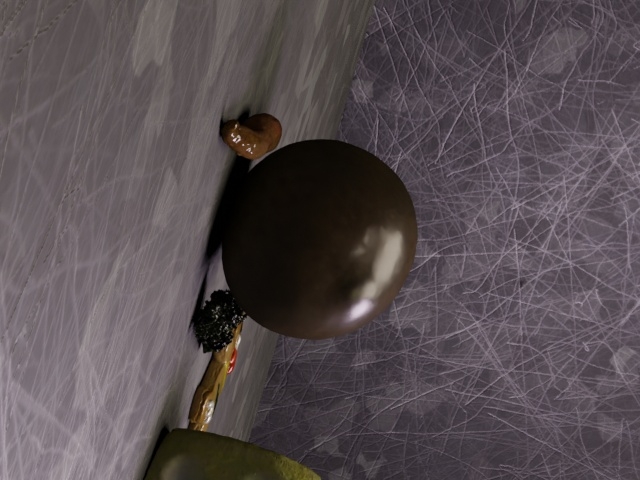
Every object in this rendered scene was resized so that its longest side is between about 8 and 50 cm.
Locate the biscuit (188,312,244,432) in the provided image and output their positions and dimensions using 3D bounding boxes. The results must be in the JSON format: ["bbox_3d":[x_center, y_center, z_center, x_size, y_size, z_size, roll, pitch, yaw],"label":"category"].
[{"bbox_3d":[-0.157,0.206,1.984,0.158,0.035,0.240,107,2,-52],"label":"biscuit"}]

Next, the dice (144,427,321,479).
[{"bbox_3d":[-0.131,0.393,1.685,0.238,0.227,0.233,96,10,-70],"label":"dice"}]

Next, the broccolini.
[{"bbox_3d":[-0.149,0.120,1.672,0.074,0.058,0.201,-56,-174,-23],"label":"broccolini"}]

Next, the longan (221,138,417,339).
[{"bbox_3d":[0.000,0.000,1.602,0.258,0.258,0.258,17,90,-87],"label":"longan"}]

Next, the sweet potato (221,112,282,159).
[{"bbox_3d":[-0.078,-0.117,1.434,0.214,0.050,0.050,-44,152,-78],"label":"sweet potato"}]
